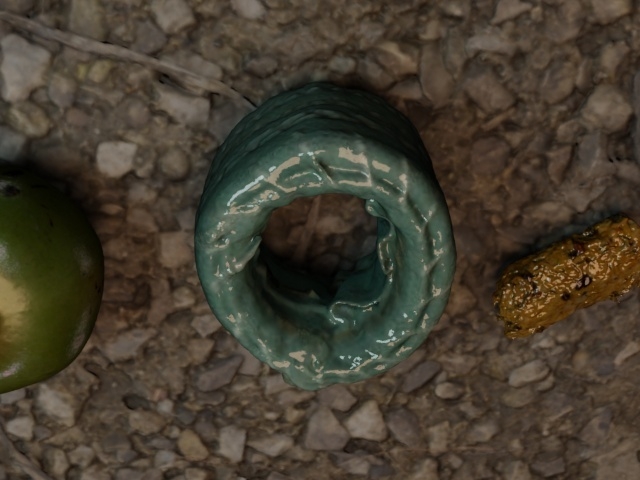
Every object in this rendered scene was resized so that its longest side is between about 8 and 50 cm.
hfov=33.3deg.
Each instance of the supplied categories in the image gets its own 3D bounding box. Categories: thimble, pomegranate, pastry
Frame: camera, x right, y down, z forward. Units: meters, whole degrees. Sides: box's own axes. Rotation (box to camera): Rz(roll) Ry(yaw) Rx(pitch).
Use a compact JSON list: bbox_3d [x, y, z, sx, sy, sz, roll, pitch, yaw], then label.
[{"bbox_3d":[0.000,0.000,0.845,0.198,0.143,0.235,4,118,-6],"label":"thimble"},{"bbox_3d":[-0.259,0.050,0.820,0.179,0.210,0.179,5,141,4],"label":"pomegranate"},{"bbox_3d":[0.216,0.032,0.932,0.140,0.056,0.080,-23,126,1],"label":"pastry"}]
